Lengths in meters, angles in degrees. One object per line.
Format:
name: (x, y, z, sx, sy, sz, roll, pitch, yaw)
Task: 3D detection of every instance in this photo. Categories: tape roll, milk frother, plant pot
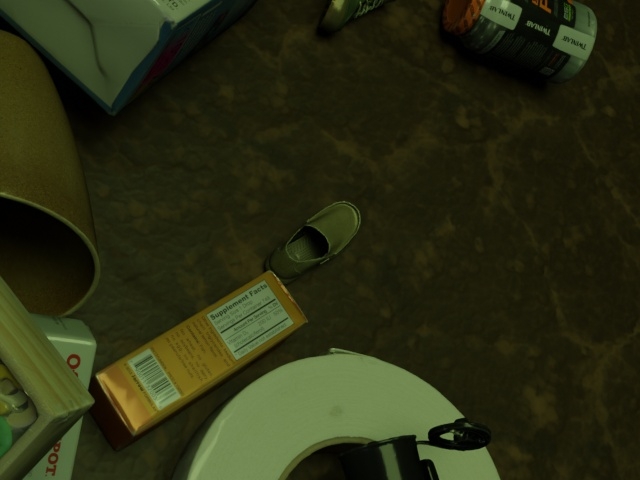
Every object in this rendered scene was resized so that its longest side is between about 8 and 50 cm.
tape roll: (0.025, 0.312, 1.113, 0.392, 0.072, 0.392, 10, 66, -22)
milk frother: (0.106, 0.257, 1.049, 0.129, 0.143, 0.135, -3, 70, -35)
plant pot: (-0.329, -0.076, 1.020, 0.237, 0.237, 0.254, 11, 52, -22)

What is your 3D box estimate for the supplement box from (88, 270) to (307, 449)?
supplement box: (-0.129, 0.123, 1.110, 0.233, 0.078, 0.080, -28, 81, -33)

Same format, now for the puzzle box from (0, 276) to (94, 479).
puzzle box: (-0.391, 0.061, 0.847, 0.409, 0.272, 0.052, 49, 21, 13)

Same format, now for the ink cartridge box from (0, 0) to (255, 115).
ink cartridge box: (-0.197, -0.343, 1.175, 0.270, 0.151, 0.395, 43, 38, -5)

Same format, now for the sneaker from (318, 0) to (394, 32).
sneaker: (0.065, -0.337, 1.395, 0.086, 0.064, 0.192, 26, 58, -10)

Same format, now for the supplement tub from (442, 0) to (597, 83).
supplement tub: (0.271, -0.297, 1.452, 0.190, 0.117, 0.117, 17, 63, -20)

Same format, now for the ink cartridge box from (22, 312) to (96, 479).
ink cartridge box: (-0.322, 0.140, 0.967, 0.208, 0.087, 0.153, 9, 96, -23)

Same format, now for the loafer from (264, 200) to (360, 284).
loafer: (0.000, 0.000, 1.237, 0.056, 0.050, 0.148, 50, 58, -1)
